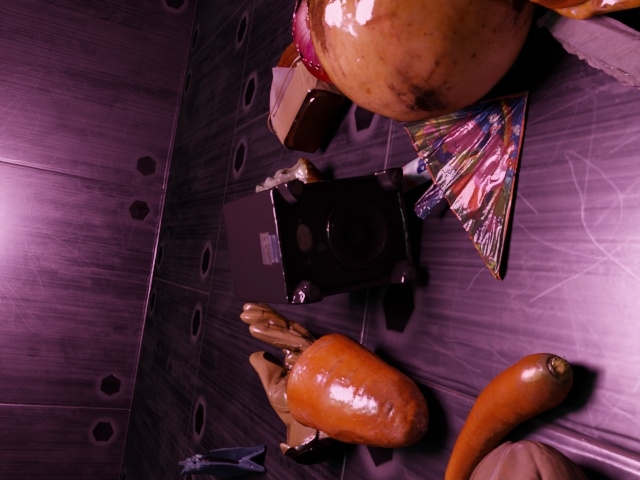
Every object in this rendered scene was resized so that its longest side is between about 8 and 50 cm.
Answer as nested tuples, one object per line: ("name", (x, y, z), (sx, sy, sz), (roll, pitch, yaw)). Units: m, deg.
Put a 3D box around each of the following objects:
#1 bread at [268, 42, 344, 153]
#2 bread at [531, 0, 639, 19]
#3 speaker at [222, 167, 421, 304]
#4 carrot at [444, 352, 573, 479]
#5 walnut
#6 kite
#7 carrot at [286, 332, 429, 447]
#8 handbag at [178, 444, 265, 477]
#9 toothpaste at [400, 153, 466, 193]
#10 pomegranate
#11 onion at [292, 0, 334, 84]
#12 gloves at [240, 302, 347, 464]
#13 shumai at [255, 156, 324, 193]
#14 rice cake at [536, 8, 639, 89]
("bread", (-0.038, -0.313, 1.339), (0.224, 0.142, 0.212), (-57, 36, 42))
("bread", (0.324, -0.311, 0.552), (0.344, 0.148, 0.195), (17, 102, 61))
("speaker", (0.000, 0.000, 1.004), (0.254, 0.232, 0.184), (-7, 93, 63))
("carrot", (0.202, 0.210, 0.735), (0.062, 0.066, 0.271), (-41, -15, -48))
("walnut", (0.204, 0.278, 0.608), (0.140, 0.140, 0.162), (-35, 59, 57))
("kite", (0.209, -0.106, 0.862), (0.234, 0.016, 0.321), (-51, 44, 31))
("carrot", (0.073, 0.234, 0.926), (0.225, 0.159, 0.159), (10, 90, 51))
("handbag", (-0.226, 0.502, 1.431), (0.221, 0.144, 0.057), (-38, 49, 54))
("toothpaste", (0.155, -0.108, 0.978), (0.205, 0.036, 0.056), (-28, 58, 55))
("pomegranate", (0.132, -0.314, 0.809), (0.322, 0.322, 0.322), (-35, 50, 57))
("onion", (0.054, -0.408, 1.156), (0.248, 0.161, 0.248), (-175, 90, -65))
("gloves", (-0.045, 0.239, 1.153), (0.154, 0.141, 0.331), (89, 161, -51))
("shumai", (-0.031, -0.073, 1.298), (0.142, 0.184, 0.184), (-27, 51, 24))
("rice cake", (0.312, -0.193, 0.650), (0.055, 0.049, 0.270), (-52, 33, 18))
